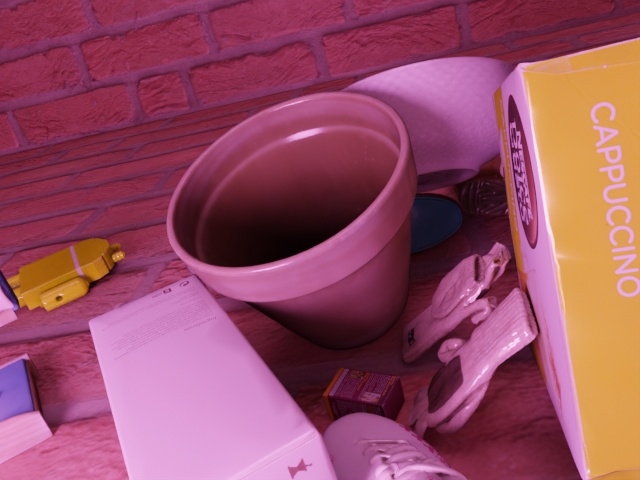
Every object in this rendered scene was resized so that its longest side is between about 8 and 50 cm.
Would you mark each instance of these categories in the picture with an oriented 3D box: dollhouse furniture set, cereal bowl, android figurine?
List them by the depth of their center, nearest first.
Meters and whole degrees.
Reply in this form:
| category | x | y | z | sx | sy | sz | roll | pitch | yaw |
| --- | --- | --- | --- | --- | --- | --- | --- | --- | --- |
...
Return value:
| category | x | y | z | sx | sy | sz | roll | pitch | yaw |
| --- | --- | --- | --- | --- | --- | --- | --- | --- | --- |
| dollhouse furniture set | -0.563 | 0.169 | 0.781 | 0.287 | 0.303 | 0.198 | -26 | 27 | -23 |
| cereal bowl | 0.168 | -0.163 | 0.931 | 0.340 | 0.141 | 0.339 | -10 | -8 | -1 |
| android figurine | -0.576 | 0.072 | 1.267 | 0.273 | 0.056 | 0.248 | -26 | 27 | -21 |

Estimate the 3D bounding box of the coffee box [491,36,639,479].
| category | x | y | z | sx | sy | sz | roll | pitch | yaw |
| --- | --- | --- | --- | --- | --- | --- | --- | --- | --- |
| coffee box | 0.364 | -0.023 | 0.530 | 0.339 | 0.337 | 0.334 | -10 | 8 | 15 |

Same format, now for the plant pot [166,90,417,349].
| category | x | y | z | sx | sy | sz | roll | pitch | yaw |
| --- | --- | --- | --- | --- | --- | --- | --- | --- | --- |
| plant pot | 0.000 | 0.000 | 0.794 | 0.324 | 0.280 | 0.323 | -15 | 45 | 15 |

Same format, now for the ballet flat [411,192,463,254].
| category | x | y | z | sx | sy | sz | roll | pitch | yaw |
| --- | --- | --- | --- | --- | --- | --- | --- | --- | --- |
| ballet flat | 0.086 | -0.006 | 1.042 | 0.343 | 0.116 | 0.124 | -22 | 7 | -6 |

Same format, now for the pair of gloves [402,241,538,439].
| category | x | y | z | sx | sy | sz | roll | pitch | yaw |
| --- | --- | --- | --- | --- | --- | --- | --- | --- | --- |
| pair of gloves | 0.171 | 0.114 | 0.676 | 0.042 | 0.204 | 0.240 | 30 | 23 | -8 |

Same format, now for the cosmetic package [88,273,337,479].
| category | x | y | z | sx | sy | sz | roll | pitch | yaw |
| --- | --- | --- | --- | --- | --- | --- | --- | --- | --- |
| cosmetic package | -0.118 | 0.201 | 0.604 | 0.155 | 0.196 | 0.366 | -24 | 26 | -18 |

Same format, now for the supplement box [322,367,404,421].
| category | x | y | z | sx | sy | sz | roll | pitch | yaw |
| --- | --- | --- | --- | --- | --- | --- | --- | --- | --- |
| supplement box | 0.054 | 0.194 | 0.698 | 0.083 | 0.043 | 0.055 | 1 | 30 | 32 |

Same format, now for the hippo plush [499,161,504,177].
| category | x | y | z | sx | sy | sz | roll | pitch | yaw |
| --- | --- | --- | --- | --- | --- | --- | --- | --- | --- |
| hippo plush | 0.447 | -0.081 | 0.853 | 0.295 | 0.236 | 0.234 | -22 | -2 | 21 |

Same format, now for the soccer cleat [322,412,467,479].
| category | x | y | z | sx | sy | sz | roll | pitch | yaw |
| --- | --- | --- | --- | --- | --- | --- | --- | --- | --- |
| soccer cleat | 0.088 | 0.228 | 0.497 | 0.116 | 0.143 | 0.331 | -23 | 26 | -16 |

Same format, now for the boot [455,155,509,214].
| category | x | y | z | sx | sy | sz | roll | pitch | yaw |
| --- | --- | --- | --- | --- | --- | --- | --- | --- | --- |
| boot | 0.373 | -0.121 | 1.113 | 0.237 | 0.089 | 0.269 | 8 | 20 | 7 |

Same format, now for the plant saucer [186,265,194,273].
| category | x | y | z | sx | sy | sz | roll | pitch | yaw |
| --- | --- | --- | --- | --- | --- | --- | --- | --- | --- |
| plant saucer | -0.092 | -0.064 | 1.113 | 0.401 | 0.100 | 0.400 | -23 | 11 | 5 |
